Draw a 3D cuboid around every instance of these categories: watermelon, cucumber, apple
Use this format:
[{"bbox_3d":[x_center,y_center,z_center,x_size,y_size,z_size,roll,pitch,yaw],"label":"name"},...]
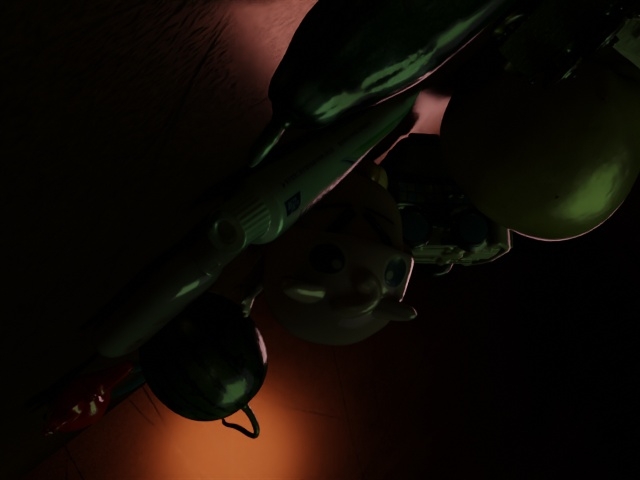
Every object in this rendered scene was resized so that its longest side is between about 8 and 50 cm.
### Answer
[{"bbox_3d":[-0.119,0.146,1.043,0.140,0.187,0.141,-38,-172,6],"label":"watermelon"},{"bbox_3d":[0.060,-0.118,0.373,0.250,0.056,0.056,-40,178,-2],"label":"cucumber"},{"bbox_3d":[0.276,-0.137,1.140,0.262,0.262,0.262,-39,178,-2],"label":"apple"}]

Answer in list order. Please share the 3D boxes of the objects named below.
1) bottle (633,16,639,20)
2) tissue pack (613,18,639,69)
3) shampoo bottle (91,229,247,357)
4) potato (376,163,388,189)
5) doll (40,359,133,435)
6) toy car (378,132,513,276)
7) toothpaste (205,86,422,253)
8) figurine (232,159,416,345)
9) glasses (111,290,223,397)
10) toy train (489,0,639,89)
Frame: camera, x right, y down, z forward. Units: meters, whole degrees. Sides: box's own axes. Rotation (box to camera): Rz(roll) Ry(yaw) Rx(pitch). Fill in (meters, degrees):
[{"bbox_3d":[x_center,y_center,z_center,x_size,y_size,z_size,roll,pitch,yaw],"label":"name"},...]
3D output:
[{"bbox_3d":[0.439,-0.363,0.992,0.330,0.093,0.093,-38,178,-15],"label":"bottle"},{"bbox_3d":[0.517,-0.312,1.352,0.124,0.185,0.225,-40,-165,36],"label":"tissue pack"},{"bbox_3d":[-0.116,0.035,0.740,0.165,0.040,0.080,-39,176,30],"label":"shampoo bottle"},{"bbox_3d":[0.051,-0.063,1.194,0.083,0.062,0.068,-62,156,-21],"label":"potato"},{"bbox_3d":[-0.271,0.185,1.026,0.109,0.057,0.169,-40,178,-31],"label":"doll"},{"bbox_3d":[0.146,-0.061,1.338,0.247,0.198,0.204,0,167,-10],"label":"toy car"},{"bbox_3d":[0.003,-0.061,0.720,0.075,0.048,0.297,-40,180,36],"label":"toothpaste"},{"bbox_3d":[0.000,0.000,0.982,0.287,0.176,0.186,-123,-138,-77],"label":"figurine"},{"bbox_3d":[-0.224,0.143,1.273,0.220,0.088,0.189,-18,-173,22],"label":"glasses"},{"bbox_3d":[0.233,-0.217,0.764,0.137,0.090,0.225,-45,-179,-27],"label":"toy train"}]
